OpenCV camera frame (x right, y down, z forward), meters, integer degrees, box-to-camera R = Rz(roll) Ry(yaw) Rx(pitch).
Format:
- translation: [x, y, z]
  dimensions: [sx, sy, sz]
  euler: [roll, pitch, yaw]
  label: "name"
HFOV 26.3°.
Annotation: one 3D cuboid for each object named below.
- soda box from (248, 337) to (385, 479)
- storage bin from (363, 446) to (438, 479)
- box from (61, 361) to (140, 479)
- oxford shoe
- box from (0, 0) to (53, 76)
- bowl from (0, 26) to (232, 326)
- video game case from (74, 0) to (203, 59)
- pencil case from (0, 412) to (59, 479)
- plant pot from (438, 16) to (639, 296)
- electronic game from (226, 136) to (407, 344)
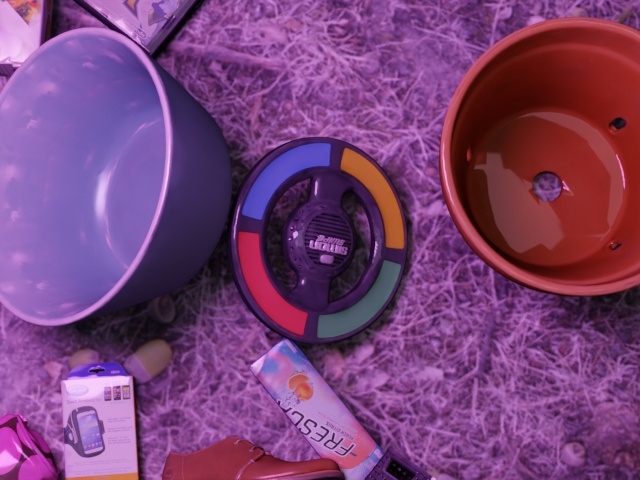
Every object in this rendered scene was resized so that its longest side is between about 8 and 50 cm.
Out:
- translation: [-0.001, 0.194, 1.515]
  dimensions: [0.058, 0.063, 0.183]
  euler: [-40, 85, -6]
  label: "soda box"
- translation: [0.127, 0.313, 1.447]
  dimensions: [0.180, 0.122, 0.084]
  euler: [42, 81, -23]
  label: "storage bin"
- translation: [-0.245, 0.206, 1.525]
  dimensions: [0.081, 0.028, 0.136]
  euler: [-3, 80, -2]
  label: "box"
- translation: [-0.077, 0.246, 1.483]
  dimensions: [0.212, 0.076, 0.076]
  euler: [-6, 63, 15]
  label: "oxford shoe"
- translation: [-0.332, -0.346, 1.544]
  dimensions: [0.063, 0.067, 0.324]
  euler: [3, 82, -2]
  label: "box"
- translation: [-0.215, -0.055, 1.458]
  dimensions: [0.311, 0.163, 0.311]
  euler: [-8, 76, 37]
  label: "bowl"
- translation: [-0.226, -0.389, 1.604]
  dimensions: [0.275, 0.035, 0.248]
  euler: [38, 82, 4]
  label: "video game case"
- translation: [-0.393, 0.267, 1.483]
  dimensions: [0.209, 0.095, 0.098]
  euler: [-28, 68, -7]
  label: "pencil case"
- translation: [0.263, -0.073, 1.490]
  dimensions: [0.291, 0.203, 0.291]
  euler: [0, 81, -2]
  label: "plant pot"
- translation: [0.000, 0.000, 1.506]
  dimensions: [0.229, 0.048, 0.229]
  euler: [0, 90, -32]
  label: "electronic game"
